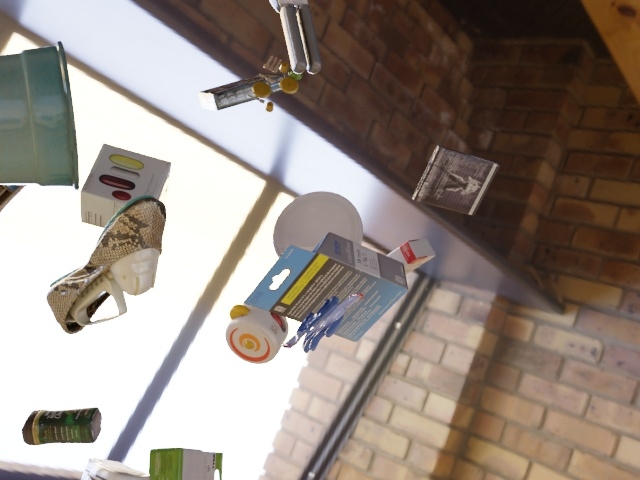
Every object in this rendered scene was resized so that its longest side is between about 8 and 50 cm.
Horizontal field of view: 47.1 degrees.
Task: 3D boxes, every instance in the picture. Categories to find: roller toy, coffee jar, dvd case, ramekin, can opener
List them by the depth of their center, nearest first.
[{"bbox_3d":[-0.059,-0.507,1.687,0.074,0.280,0.093,-8,164,-23],"label":"can opener"},{"bbox_3d":[-0.661,0.475,1.876,0.185,0.079,0.096,-3,-163,-1],"label":"coffee jar"},{"bbox_3d":[0.378,-0.165,2.046,0.221,0.164,0.018,12,-157,-29],"label":"dvd case"},{"bbox_3d":[0.000,0.000,2.185,0.273,0.272,0.127,19,160,19],"label":"ramekin"},{"bbox_3d":[-0.211,0.304,2.422,0.191,0.209,0.146,18,-144,10],"label":"roller toy"}]

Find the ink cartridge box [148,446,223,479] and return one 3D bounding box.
[{"bbox_3d":[-0.368,0.676,2.028,0.097,0.188,0.255,-7,160,18],"label":"ink cartridge box"}]

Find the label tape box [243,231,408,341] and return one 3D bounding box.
[{"bbox_3d":[0.011,0.104,1.819,0.334,0.105,0.240,23,129,-23],"label":"label tape box"}]

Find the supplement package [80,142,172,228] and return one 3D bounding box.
[{"bbox_3d":[-0.552,-0.139,2.090,0.203,0.194,0.149,15,143,-6],"label":"supplement package"}]

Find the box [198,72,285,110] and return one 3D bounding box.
[{"bbox_3d":[-0.226,-0.432,2.123,0.220,0.051,0.175,-20,-160,-19],"label":"box"}]

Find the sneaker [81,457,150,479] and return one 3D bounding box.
[{"bbox_3d":[-0.444,0.537,1.551,0.126,0.127,0.321,19,161,-18],"label":"sneaker"}]

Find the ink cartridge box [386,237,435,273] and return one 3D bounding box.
[{"bbox_3d":[0.216,0.052,1.913,0.135,0.056,0.099,-36,162,34],"label":"ink cartridge box"}]

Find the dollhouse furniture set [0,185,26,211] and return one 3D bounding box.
[{"bbox_3d":[-0.939,-0.182,1.995,0.198,0.286,0.303,41,156,-10],"label":"dollhouse furniture set"}]

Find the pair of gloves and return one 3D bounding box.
[{"bbox_3d":[0.002,0.164,1.452,0.023,0.159,0.198,51,157,-8],"label":"pair of gloves"}]

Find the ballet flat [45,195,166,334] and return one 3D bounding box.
[{"bbox_3d":[-0.493,0.088,1.757,0.483,0.182,0.164,-37,160,34],"label":"ballet flat"}]

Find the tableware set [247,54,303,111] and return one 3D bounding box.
[{"bbox_3d":[-0.110,-0.387,1.838,0.104,0.154,0.024,25,153,-1],"label":"tableware set"}]

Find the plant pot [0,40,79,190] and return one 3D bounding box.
[{"bbox_3d":[-0.727,-0.263,1.620,0.334,0.341,0.341,-7,-177,-21],"label":"plant pot"}]
